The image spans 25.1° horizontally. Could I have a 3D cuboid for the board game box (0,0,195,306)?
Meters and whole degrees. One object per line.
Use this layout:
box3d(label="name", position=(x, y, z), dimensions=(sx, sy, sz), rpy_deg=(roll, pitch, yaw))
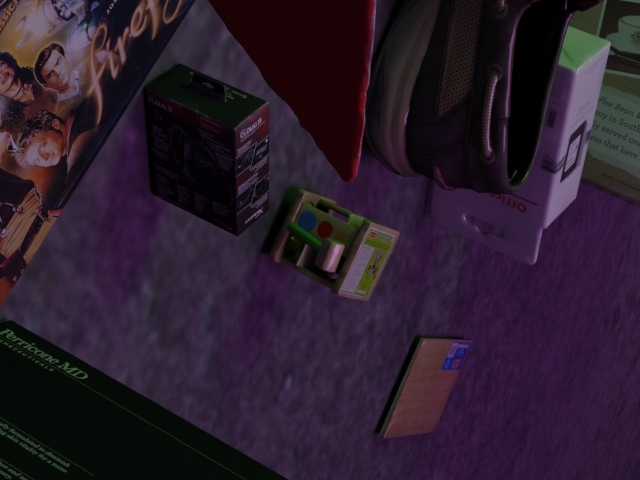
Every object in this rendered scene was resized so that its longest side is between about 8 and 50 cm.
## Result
box3d(label="board game box", position=(-0.148, -0.071, 0.616), dimensions=(0.243, 0.042, 0.165), rpy_deg=(-60, 155, -10))

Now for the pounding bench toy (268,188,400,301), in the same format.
box3d(label="pounding bench toy", position=(0.000, 0.000, 0.943), dimensions=(0.052, 0.065, 0.083), rpy_deg=(-65, 155, 4))

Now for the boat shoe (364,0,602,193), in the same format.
box3d(label="boat shoe", position=(0.144, -0.195, 0.962), dimensions=(0.132, 0.130, 0.355), rpy_deg=(-21, 131, -56))

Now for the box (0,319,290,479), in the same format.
box3d(label="box", position=(-0.113, 0.149, 0.632), dimensions=(0.184, 0.261, 0.103), rpy_deg=(-22, 132, -55))

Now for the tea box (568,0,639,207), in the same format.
box3d(label="tea box", position=(0.381, -0.121, 1.259), dimensions=(0.323, 0.329, 0.220), rpy_deg=(-3, 117, -61))

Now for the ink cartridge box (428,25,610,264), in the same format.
box3d(label="ink cartridge box", position=(0.149, -0.082, 1.111), dimensions=(0.060, 0.104, 0.180), rpy_deg=(-40, 147, -43))

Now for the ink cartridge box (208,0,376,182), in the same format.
box3d(label="ink cartridge box", position=(-0.109, -0.200, 0.275), dimensions=(0.091, 0.308, 0.385), rpy_deg=(-30, 153, -14))

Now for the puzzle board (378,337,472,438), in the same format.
box3d(label="puzzle board", position=(0.096, 0.133, 1.321), dimensions=(0.128, 0.011, 0.096), rpy_deg=(9, 104, -65))

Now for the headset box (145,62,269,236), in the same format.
box3d(label="headset box", position=(-0.061, -0.052, 0.780), dimensions=(0.032, 0.062, 0.083), rpy_deg=(-43, 147, -40))
